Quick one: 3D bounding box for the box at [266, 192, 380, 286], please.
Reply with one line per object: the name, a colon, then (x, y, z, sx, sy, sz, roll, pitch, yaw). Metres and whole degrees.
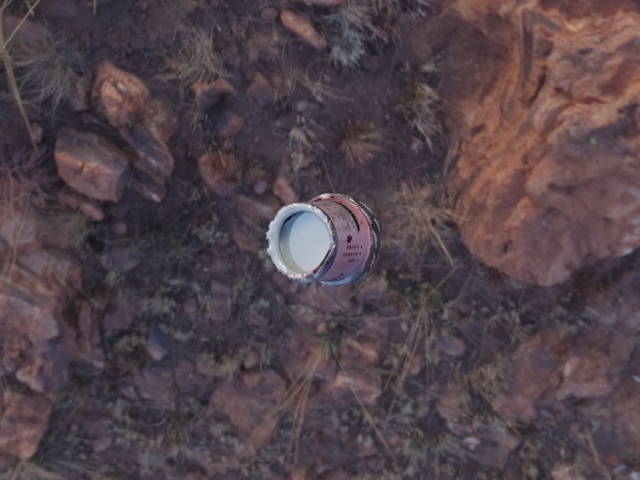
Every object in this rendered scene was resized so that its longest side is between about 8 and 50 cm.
box: (0.000, 0.000, 1.120, 0.151, 0.135, 0.151, 1, 92, 28)
